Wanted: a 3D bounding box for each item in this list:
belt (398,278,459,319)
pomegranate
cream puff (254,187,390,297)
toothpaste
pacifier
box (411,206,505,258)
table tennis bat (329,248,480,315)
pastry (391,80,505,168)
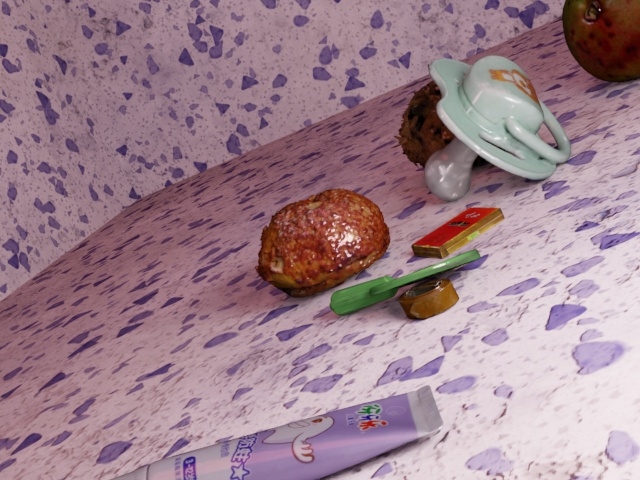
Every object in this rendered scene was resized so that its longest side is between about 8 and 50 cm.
[{"bbox_3d":[0.146,0.080,1.326,0.083,0.036,0.059,-18,16,38],"label":"belt"},{"bbox_3d":[0.662,-0.485,1.993,0.323,0.291,0.290,-32,14,-24],"label":"pomegranate"},{"bbox_3d":[0.000,0.000,1.658,0.240,0.164,0.240,-30,14,8],"label":"cream puff"},{"bbox_3d":[-0.048,0.239,1.046,0.371,0.080,0.125,-18,10,4],"label":"toothpaste"},{"bbox_3d":[0.292,-0.179,1.744,0.269,0.288,0.343,-57,17,34],"label":"pacifier"},{"bbox_3d":[0.222,-0.013,1.569,0.133,0.023,0.090,-31,16,-18],"label":"box"},{"bbox_3d":[0.116,0.061,1.408,0.257,0.039,0.160,-22,-5,37],"label":"table tennis bat"},{"bbox_3d":[0.279,-0.250,1.993,0.274,0.193,0.275,-26,11,6],"label":"pastry"}]
